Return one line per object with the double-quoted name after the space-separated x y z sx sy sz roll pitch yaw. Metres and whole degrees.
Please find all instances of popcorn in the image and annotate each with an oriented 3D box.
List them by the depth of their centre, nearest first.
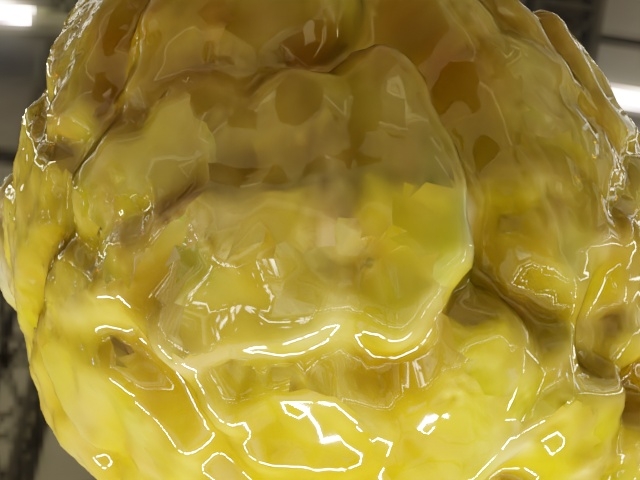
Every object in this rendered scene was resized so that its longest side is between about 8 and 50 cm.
0.006 0.019 0.878 0.344 0.390 0.354 -31 169 13 "popcorn"
